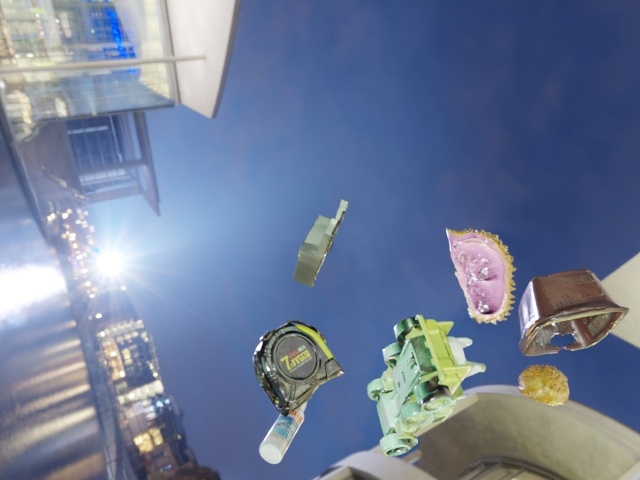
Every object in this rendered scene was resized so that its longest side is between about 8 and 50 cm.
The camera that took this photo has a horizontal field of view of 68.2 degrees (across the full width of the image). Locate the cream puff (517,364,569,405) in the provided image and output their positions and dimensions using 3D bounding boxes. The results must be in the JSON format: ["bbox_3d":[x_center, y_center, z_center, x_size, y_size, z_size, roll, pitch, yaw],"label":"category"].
[{"bbox_3d":[0.698,0.446,1.476,0.165,0.150,0.115,179,-78,-73],"label":"cream puff"}]

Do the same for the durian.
[{"bbox_3d":[0.531,0.101,1.489,0.191,0.112,0.341,-15,-83,39],"label":"durian"}]

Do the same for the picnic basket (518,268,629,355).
[{"bbox_3d":[0.601,0.177,1.175,0.297,0.223,0.129,67,15,-59],"label":"picnic basket"}]

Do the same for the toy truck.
[{"bbox_3d":[0.164,0.233,0.731,0.259,0.135,0.128,107,-22,-44],"label":"toy truck"}]

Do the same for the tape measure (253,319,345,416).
[{"bbox_3d":[-0.065,0.290,1.126,0.186,0.199,0.112,57,-36,9],"label":"tape measure"}]

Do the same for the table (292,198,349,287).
[{"bbox_3d":[0.000,0.000,1.123,0.062,0.146,0.175,21,-50,5],"label":"table"}]

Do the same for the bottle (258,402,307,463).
[{"bbox_3d":[-0.076,0.441,1.149,0.060,0.217,0.060,7,-69,19],"label":"bottle"}]
